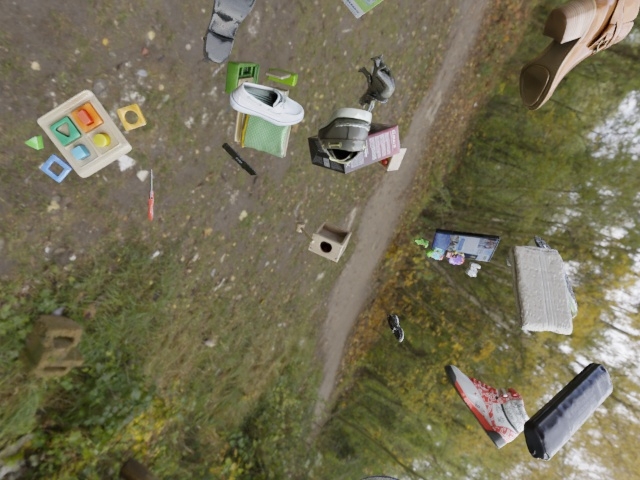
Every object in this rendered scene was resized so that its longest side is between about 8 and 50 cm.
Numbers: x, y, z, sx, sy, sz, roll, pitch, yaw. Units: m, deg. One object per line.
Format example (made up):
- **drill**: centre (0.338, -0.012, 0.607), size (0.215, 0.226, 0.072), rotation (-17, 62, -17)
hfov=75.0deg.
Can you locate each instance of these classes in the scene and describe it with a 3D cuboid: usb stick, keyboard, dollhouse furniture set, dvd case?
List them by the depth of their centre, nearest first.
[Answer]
- **usb stick**: centre (0.488, 0.325, 0.814), size (0.278, 0.077, 0.045), rotation (-19, 180, -32)
- **dollhouse furniture set**: centre (-0.209, -0.431, 1.421), size (0.151, 0.197, 0.301), rotation (-55, 162, -59)
- **dvd case**: centre (0.601, 0.021, 1.755), size (0.180, 0.253, 0.022), rotation (81, 20, -56)
- **keyboard**: centre (-0.353, -0.365, 1.841), size (0.192, 0.100, 0.038), rotation (46, 72, -27)

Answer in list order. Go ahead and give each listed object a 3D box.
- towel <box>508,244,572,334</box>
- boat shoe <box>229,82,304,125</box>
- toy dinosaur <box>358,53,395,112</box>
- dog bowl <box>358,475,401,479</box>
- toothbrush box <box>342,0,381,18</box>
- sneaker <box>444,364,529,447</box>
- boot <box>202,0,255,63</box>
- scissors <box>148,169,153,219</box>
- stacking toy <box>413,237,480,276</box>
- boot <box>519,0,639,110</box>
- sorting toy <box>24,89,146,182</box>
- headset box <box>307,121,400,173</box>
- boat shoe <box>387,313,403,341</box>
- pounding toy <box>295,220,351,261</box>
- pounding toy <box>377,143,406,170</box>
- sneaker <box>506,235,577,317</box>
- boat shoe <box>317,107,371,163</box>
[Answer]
- **towel**: centre (0.706, 0.155, 1.348), size (0.049, 0.187, 0.282), rotation (128, -32, -67)
- **boat shoe**: centre (-0.125, -0.360, 1.104), size (0.226, 0.083, 0.076), rotation (-5, 168, -40)
- **toy dinosaur**: centre (0.221, -0.573, 1.498), size (0.121, 0.160, 0.313), rotation (-31, -169, -9)
- **dog bowl**: centre (0.143, 0.676, 0.933), size (0.265, 0.265, 0.104), rotation (-54, 154, -21)
- **toothbrush box**: centre (0.168, -0.695, 1.014), size (0.206, 0.122, 0.283), rotation (-49, -160, 0)
- **sneaker**: centre (0.508, 0.466, 1.265), size (0.145, 0.270, 0.090), rotation (-34, 162, 0)
- **boot**: centre (-0.263, -0.600, 1.124), size (0.091, 0.229, 0.263), rotation (21, 109, -28)
- **scissors**: centre (-0.678, -0.174, 1.673), size (0.297, 0.021, 0.109), rotation (140, -48, -61)
- **stacking toy**: centre (0.469, 0.061, 1.566), size (0.167, 0.221, 0.052), rotation (-106, -144, -75)
- **boot**: centre (0.625, -0.465, 1.022), size (0.220, 0.109, 0.283), rotation (-22, 142, -10)
- **sorting toy**: centre (-0.674, -0.300, 1.192), size (0.348, 0.196, 0.047), rotation (-30, -158, 4)
- **headset box**: centre (0.136, -0.359, 1.556), size (0.293, 0.218, 0.110), rotation (-24, 120, -26)
- **boat shoe**: centre (0.302, 0.353, 1.694), size (0.046, 0.038, 0.125), rotation (-48, -146, 33)
- **pounding toy**: centre (-0.008, 0.002, 1.641), size (0.181, 0.206, 0.094), rotation (-53, 164, -57)
- **pounding toy**: centre (0.288, -0.390, 1.890), size (0.100, 0.141, 0.130), rotation (-11, 134, -36)
- **sneaker**: centre (0.898, 0.167, 1.703), size (0.182, 0.410, 0.158), rotation (-27, -160, 34)
- **boat shoe**: centre (0.049, -0.239, 1.018), size (0.305, 0.109, 0.091), rotation (-166, -98, -82)
